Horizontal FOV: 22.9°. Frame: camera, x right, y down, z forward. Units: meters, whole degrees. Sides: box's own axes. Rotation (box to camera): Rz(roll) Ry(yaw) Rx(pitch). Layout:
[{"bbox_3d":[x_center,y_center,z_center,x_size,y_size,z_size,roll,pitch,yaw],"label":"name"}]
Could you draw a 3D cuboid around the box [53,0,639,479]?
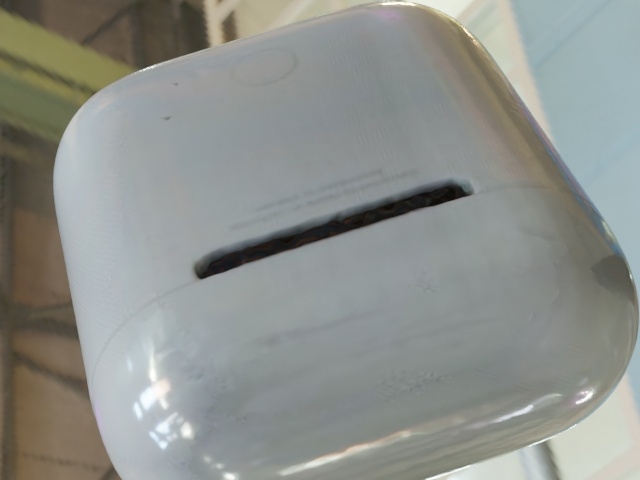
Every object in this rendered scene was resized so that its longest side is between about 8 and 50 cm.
[{"bbox_3d":[0.000,-0.001,0.897,0.349,0.288,0.141,-112,8,-51],"label":"box"}]
